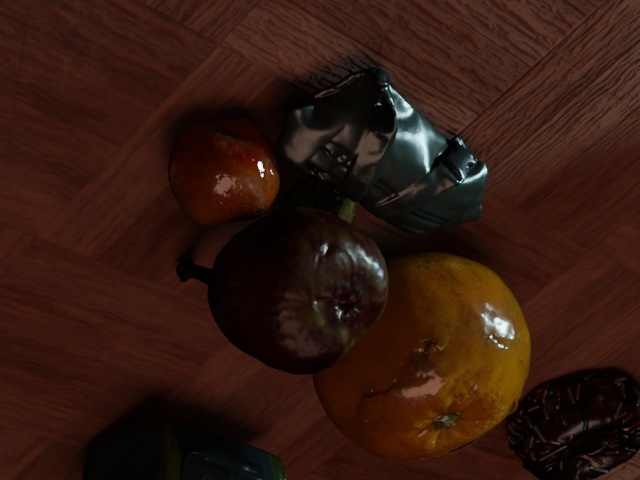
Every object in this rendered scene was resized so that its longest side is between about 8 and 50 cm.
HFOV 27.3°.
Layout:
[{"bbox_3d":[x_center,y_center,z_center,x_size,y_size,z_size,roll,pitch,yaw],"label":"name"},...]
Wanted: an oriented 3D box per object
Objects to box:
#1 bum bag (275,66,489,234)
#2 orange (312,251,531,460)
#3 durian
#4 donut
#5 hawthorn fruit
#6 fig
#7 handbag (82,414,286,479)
[{"bbox_3d":[0.089,-0.092,1.501,0.326,0.080,0.142,28,108,-43],"label":"bum bag"},{"bbox_3d":[0.125,0.146,1.681,0.283,0.226,0.284,-12,136,-11],"label":"orange"},{"bbox_3d":[0.000,0.000,1.592,0.100,0.086,0.215,-11,138,-29],"label":"durian"},{"bbox_3d":[0.407,0.302,2.066,0.235,0.089,0.235,-10,141,-9],"label":"donut"},{"bbox_3d":[-0.104,-0.076,1.441,0.128,0.128,0.128,-10,139,-9],"label":"hawthorn fruit"},{"bbox_3d":[-0.057,0.069,1.498,0.190,0.191,0.290,14,156,-32],"label":"fig"},{"bbox_3d":[-0.188,0.390,1.822,0.222,0.263,0.241,-29,143,36],"label":"handbag"}]
